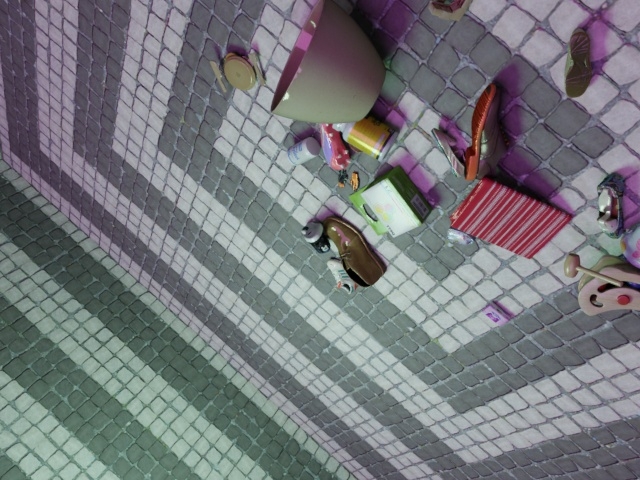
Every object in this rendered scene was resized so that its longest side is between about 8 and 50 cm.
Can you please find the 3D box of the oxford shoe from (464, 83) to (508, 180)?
[{"bbox_3d":[0.453,-0.284,1.320,0.098,0.097,0.271,4,130,5],"label":"oxford shoe"}]

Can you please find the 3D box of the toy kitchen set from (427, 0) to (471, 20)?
[{"bbox_3d":[0.307,-0.584,1.188,0.075,0.083,0.068,122,140,-48],"label":"toy kitchen set"}]

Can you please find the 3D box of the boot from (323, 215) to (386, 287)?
[{"bbox_3d":[0.108,0.042,1.829,0.305,0.115,0.112,48,143,-1],"label":"boot"}]

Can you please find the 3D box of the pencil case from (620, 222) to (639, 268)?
[{"bbox_3d":[0.839,-0.048,1.175,0.113,0.124,0.273,-2,139,-16],"label":"pencil case"}]

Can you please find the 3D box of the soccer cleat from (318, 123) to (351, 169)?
[{"bbox_3d":[0.027,-0.343,1.602,0.095,0.083,0.248,13,131,46],"label":"soccer cleat"}]

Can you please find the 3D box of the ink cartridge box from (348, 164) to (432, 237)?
[{"bbox_3d":[0.208,-0.103,1.640,0.189,0.097,0.255,51,138,-9],"label":"ink cartridge box"}]

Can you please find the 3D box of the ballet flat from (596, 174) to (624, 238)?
[{"bbox_3d":[0.734,-0.076,1.267,0.070,0.070,0.188,3,122,37],"label":"ballet flat"}]

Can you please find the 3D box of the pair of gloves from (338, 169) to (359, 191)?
[{"bbox_3d":[0.097,-0.208,1.706,0.083,0.010,0.074,22,133,26],"label":"pair of gloves"}]

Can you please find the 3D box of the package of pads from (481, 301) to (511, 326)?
[{"bbox_3d":[0.594,0.249,1.675,0.083,0.032,0.050,39,137,6],"label":"package of pads"}]

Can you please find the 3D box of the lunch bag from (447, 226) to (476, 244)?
[{"bbox_3d":[0.445,-0.026,1.535,0.083,0.071,0.053,22,131,26],"label":"lunch bag"}]

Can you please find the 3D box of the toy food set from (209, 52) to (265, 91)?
[{"bbox_3d":[-0.272,-0.574,1.681,0.192,0.038,0.132,3,132,30],"label":"toy food set"}]

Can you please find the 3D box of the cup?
[{"bbox_3d":[0.037,-0.454,1.357,0.237,0.331,0.331,22,142,-16],"label":"cup"}]

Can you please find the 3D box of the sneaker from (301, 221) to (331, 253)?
[{"bbox_3d":[0.000,0.000,1.853,0.121,0.079,0.217,50,180,-15],"label":"sneaker"}]

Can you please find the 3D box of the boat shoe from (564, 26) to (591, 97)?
[{"bbox_3d":[0.588,-0.405,1.135,0.056,0.048,0.153,-2,129,25],"label":"boat shoe"}]

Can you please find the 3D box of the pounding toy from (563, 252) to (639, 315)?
[{"bbox_3d":[0.745,0.140,1.255,0.269,0.155,0.154,18,120,19],"label":"pounding toy"}]

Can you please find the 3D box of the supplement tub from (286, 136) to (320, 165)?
[{"bbox_3d":[-0.060,-0.306,1.704,0.107,0.071,0.071,-18,111,46],"label":"supplement tub"}]

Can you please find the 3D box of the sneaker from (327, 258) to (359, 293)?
[{"bbox_3d":[0.081,0.144,1.961,0.161,0.075,0.057,44,139,-1],"label":"sneaker"}]

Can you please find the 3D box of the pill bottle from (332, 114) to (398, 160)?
[{"bbox_3d":[0.133,-0.327,1.497,0.184,0.103,0.103,32,138,5],"label":"pill bottle"}]

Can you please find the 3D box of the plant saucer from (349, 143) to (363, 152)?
[{"bbox_3d":[0.126,-0.322,1.585,0.083,0.015,0.083,21,134,23],"label":"plant saucer"}]

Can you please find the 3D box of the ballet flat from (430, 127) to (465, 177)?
[{"bbox_3d":[0.375,-0.260,1.422,0.052,0.057,0.168,-27,110,19],"label":"ballet flat"}]

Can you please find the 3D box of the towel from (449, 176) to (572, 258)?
[{"bbox_3d":[0.534,-0.062,1.416,0.275,0.031,0.199,23,136,-3],"label":"towel"}]
